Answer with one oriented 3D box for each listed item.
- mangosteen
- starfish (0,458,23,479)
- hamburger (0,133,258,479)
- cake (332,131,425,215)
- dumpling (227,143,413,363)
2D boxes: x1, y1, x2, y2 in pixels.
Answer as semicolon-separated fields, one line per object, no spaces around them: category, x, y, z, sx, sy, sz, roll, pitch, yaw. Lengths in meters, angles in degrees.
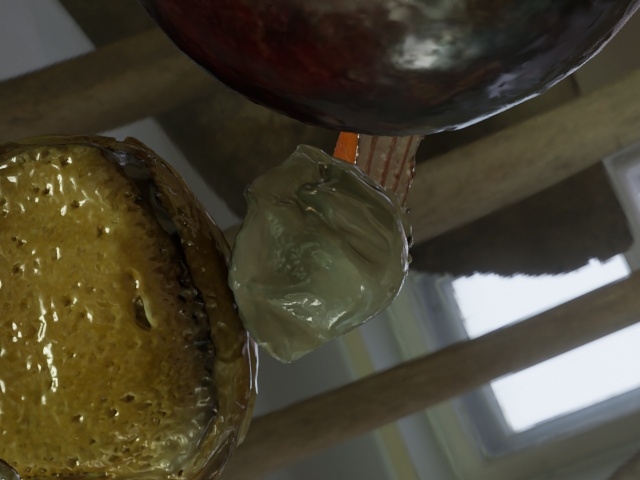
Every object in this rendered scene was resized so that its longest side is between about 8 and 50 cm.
mangosteen;0.005;-0.147;0.342;0.261;0.236;0.235;-22;-96;-55
starfish;-0.101;0.207;0.482;0.231;0.295;0.048;14;-151;-6
hamburger;-0.199;0.068;0.781;0.174;0.305;0.284;-58;-43;-77
cake;0.059;-0.061;1.202;0.098;0.287;0.135;3;-147;-27
dumpling;0.000;0.000;0.763;0.188;0.108;0.127;-48;-65;-37
